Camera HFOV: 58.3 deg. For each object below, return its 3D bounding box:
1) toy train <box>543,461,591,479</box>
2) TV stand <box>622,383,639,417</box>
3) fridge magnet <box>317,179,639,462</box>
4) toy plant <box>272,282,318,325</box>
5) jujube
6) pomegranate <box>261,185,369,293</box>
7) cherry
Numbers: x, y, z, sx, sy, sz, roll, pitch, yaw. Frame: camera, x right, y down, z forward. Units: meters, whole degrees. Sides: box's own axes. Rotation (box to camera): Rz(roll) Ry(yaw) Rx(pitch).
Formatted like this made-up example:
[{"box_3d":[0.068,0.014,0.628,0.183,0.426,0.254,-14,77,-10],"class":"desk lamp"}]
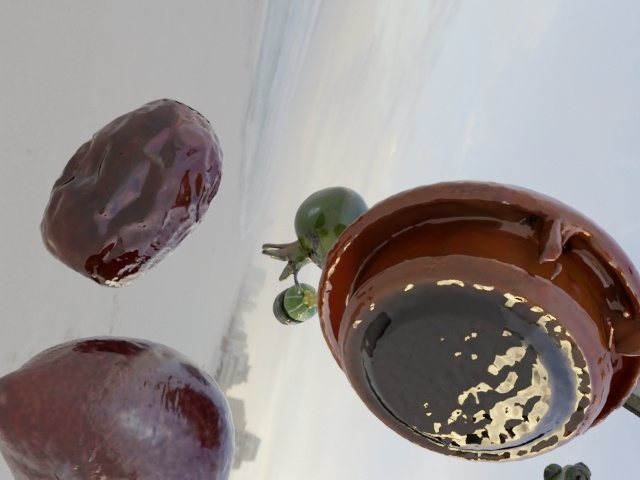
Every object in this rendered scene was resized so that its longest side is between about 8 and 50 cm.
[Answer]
[{"box_3d":[0.424,0.501,1.028,0.225,0.137,0.090,-27,172,-22],"class":"toy train"},{"box_3d":[0.463,0.219,0.887,0.048,0.256,0.040,-22,133,-38],"class":"TV stand"},{"box_3d":[0.165,0.105,0.637,0.155,0.363,0.364,-58,172,-53],"class":"fridge magnet"},{"box_3d":[-0.055,0.154,1.386,0.162,0.092,0.093,-34,-143,57],"class":"toy plant"},{"box_3d":[-0.223,-0.060,0.717,0.243,0.183,0.183,-59,-176,-9],"class":"jujube"},{"box_3d":[0.000,0.000,0.944,0.131,0.191,0.152,-115,-179,-58],"class":"pomegranate"},{"box_3d":[-0.222,0.213,0.631,0.230,0.300,0.203,-12,-134,30],"class":"cherry"}]
